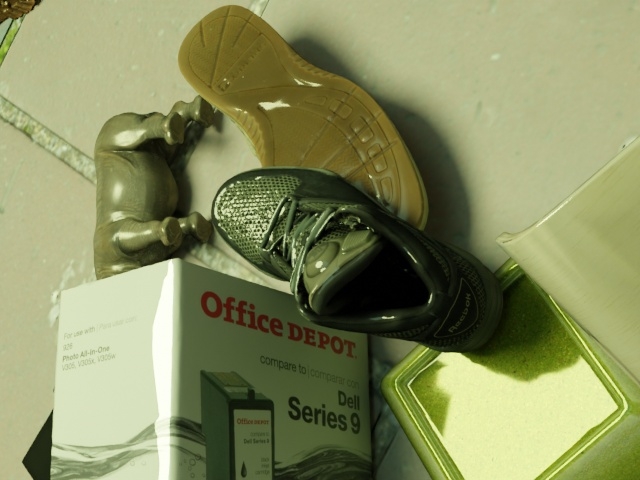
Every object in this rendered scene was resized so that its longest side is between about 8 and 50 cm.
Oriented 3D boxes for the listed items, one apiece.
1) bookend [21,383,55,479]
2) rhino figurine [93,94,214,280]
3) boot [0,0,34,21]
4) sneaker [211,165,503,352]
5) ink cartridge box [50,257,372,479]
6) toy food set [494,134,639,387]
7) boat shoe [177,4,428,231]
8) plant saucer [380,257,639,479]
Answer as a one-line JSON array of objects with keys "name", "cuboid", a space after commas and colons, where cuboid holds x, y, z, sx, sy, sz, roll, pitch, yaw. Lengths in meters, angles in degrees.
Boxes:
[{"name": "bookend", "cuboid": [-0.192, 0.226, 1.038, 0.156, 0.072, 0.157, 40, 103, 41]}, {"name": "rhino figurine", "cuboid": [-0.152, -0.005, 1.080, 0.106, 0.073, 0.243, -8, 72, 34]}, {"name": "boot", "cuboid": [-0.368, -0.270, 1.359, 0.157, 0.059, 0.085, -16, 63, 26]}, {"name": "sneaker", "cuboid": [0.000, 0.000, 0.829, 0.227, 0.130, 0.087, 29, 94, 31]}, {"name": "ink cartridge box", "cuboid": [-0.069, 0.177, 0.858, 0.121, 0.211, 0.289, -16, 67, 36]}, {"name": "toy food set", "cuboid": [0.278, -0.017, 0.669, 0.220, 0.092, 0.306, 46, 110, -4]}, {"name": "boat shoe", "cuboid": [-0.004, -0.080, 0.983, 0.104, 0.089, 0.285, -41, 56, 4]}, {"name": "plant saucer", "cuboid": [0.130, 0.104, 0.827, 0.188, 0.045, 0.188, -46, 52, 20]}]
